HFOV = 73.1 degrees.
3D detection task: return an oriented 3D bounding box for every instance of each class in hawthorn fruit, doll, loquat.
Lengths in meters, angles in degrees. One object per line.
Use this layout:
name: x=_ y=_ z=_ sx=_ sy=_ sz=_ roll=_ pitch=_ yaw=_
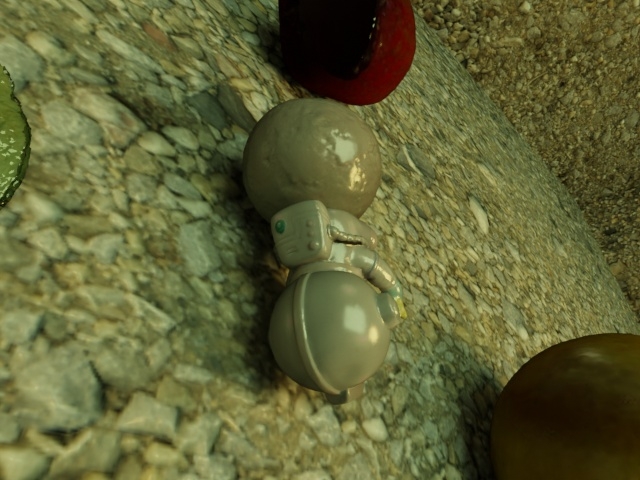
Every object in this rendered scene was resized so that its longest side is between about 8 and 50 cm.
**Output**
hawthorn fruit: x=0.054 y=-0.318 z=0.667 sx=0.249 sy=0.215 sz=0.215 roll=1 pitch=63 yaw=-49
doll: x=0.000 y=0.000 z=0.401 sx=0.151 sy=0.151 sz=0.287 roll=21 pitch=51 yaw=-41
loquat: x=0.384 y=0.255 z=0.490 sx=0.328 sy=0.359 sz=0.328 roll=25 pitch=40 yaw=-23

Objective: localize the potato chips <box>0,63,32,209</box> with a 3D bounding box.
potato chips: x=-0.259 y=-0.105 z=0.266 sx=0.209 sy=0.026 sz=0.142 roll=53 pitch=31 yaw=-10
